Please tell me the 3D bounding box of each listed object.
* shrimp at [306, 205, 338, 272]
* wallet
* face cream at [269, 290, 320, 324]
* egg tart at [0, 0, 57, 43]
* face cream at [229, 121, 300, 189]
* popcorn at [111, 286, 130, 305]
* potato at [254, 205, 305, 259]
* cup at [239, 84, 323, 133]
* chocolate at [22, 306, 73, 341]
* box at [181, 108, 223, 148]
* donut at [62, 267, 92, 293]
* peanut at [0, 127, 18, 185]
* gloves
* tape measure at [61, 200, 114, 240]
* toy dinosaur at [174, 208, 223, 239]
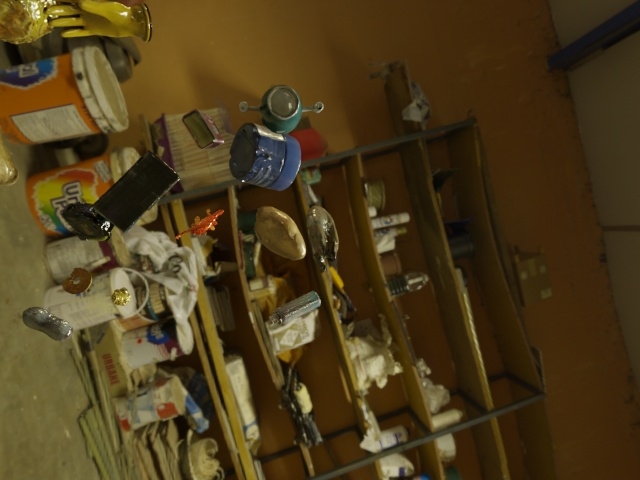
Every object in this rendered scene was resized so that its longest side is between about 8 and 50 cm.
[{"bbox_3d":[0.011,0.002,1.350,0.145,0.059,0.254,19,51,-47],"label":"shrimp"},{"bbox_3d":[-0.733,-0.195,1.636,0.169,0.317,0.044,41,-15,-11],"label":"wallet"},{"bbox_3d":[-0.114,0.295,1.753,0.075,0.229,0.075,46,-31,39],"label":"face cream"},{"bbox_3d":[-1.013,-0.745,1.309,0.294,0.294,0.123,91,-12,-61],"label":"egg tart"},{"bbox_3d":[-0.242,-0.352,1.731,0.249,0.225,0.249,-14,-108,50],"label":"face cream"},{"bbox_3d":[-0.884,0.247,1.800,0.084,0.084,0.084,165,-90,-81],"label":"popcorn"},{"bbox_3d":[-0.157,-0.021,1.517,0.161,0.128,0.234,-15,-69,50],"label":"potato"},{"bbox_3d":[-0.139,-0.477,1.465,0.173,0.300,0.167,-144,-129,-77],"label":"cup"},{"bbox_3d":[-0.901,0.275,1.351,0.167,0.072,0.072,35,-2,-10],"label":"chocolate"},{"bbox_3d":[-0.386,-0.365,1.359,0.120,0.069,0.224,61,0,-16],"label":"box"},{"bbox_3d":[-0.962,0.166,1.631,0.097,0.108,0.043,41,-14,2],"label":"donut"},{"bbox_3d":[-1.168,-0.317,1.414,0.159,0.143,0.291,-105,-171,-64],"label":"peanut"},{"bbox_3d":[-0.700,-0.695,1.287,0.116,0.294,0.133,50,-42,30],"label":"gloves"},{"bbox_3d":[-0.996,-0.078,1.791,0.199,0.186,0.112,81,19,-51],"label":"tape measure"},{"bbox_3d":[-0.622,-0.074,2.138,0.117,0.288,0.070,39,-24,38],"label":"toy dinosaur"}]
